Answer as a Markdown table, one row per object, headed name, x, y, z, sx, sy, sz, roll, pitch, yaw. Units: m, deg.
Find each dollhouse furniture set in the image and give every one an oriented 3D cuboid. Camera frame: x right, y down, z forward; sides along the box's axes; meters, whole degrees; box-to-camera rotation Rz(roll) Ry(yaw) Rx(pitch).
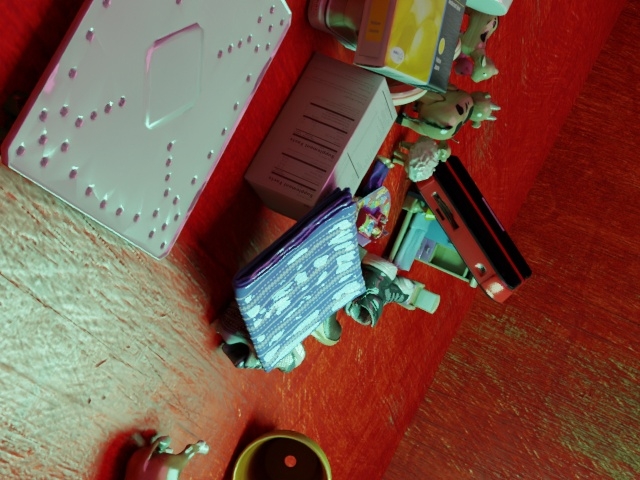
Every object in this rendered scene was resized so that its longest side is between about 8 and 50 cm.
| name | x | y | z | sx | sy | sz | roll | pitch | yaw |
| --- | --- | --- | --- | --- | --- | --- | --- | --- | --- |
| dollhouse furniture set | 0.285 | 0.055 | 2.415 | 0.286 | 0.198 | 0.303 | -67 | 160 | 2 |

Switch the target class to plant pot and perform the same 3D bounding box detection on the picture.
| name | x | y | z | sx | sy | sz | roll | pitch | yaw |
| --- | --- | --- | --- | --- | --- | --- | --- | --- | --- |
| plant pot | -0.074 | 0.497 | 2.043 | 0.188 | 0.205 | 0.205 | -10 | 123 | -85 |

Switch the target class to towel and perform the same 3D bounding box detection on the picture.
| name | x | y | z | sx | sy | sz | roll | pitch | yaw |
| --- | --- | --- | --- | --- | --- | --- | --- | --- | --- |
| towel | -0.023 | 0.075 | 1.557 | 0.243 | 0.040 | 0.336 | -40 | 153 | -16 |

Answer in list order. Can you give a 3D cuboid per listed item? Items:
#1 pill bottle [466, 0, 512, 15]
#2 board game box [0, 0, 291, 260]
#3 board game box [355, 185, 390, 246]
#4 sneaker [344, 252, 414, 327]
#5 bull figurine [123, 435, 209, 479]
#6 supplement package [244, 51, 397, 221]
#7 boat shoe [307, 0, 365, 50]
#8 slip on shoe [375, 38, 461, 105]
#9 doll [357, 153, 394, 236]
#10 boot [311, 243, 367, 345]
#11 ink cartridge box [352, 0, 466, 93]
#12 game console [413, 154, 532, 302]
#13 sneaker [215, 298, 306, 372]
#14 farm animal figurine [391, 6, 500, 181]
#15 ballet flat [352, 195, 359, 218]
| name | x | y | z | sx | sy | sz | roll | pitch | yaw |
| --- | --- | --- | --- | --- | --- | --- | --- | --- | --- |
| pill bottle | 0.372 | -0.615 | 1.933 | 0.283 | 0.161 | 0.161 | -66 | 160 | 0 |
| board game box | -0.192 | -0.203 | 1.135 | 0.390 | 0.050 | 0.390 | -63 | 159 | -8 |
| board game box | 0.104 | -0.033 | 1.980 | 0.168 | 0.033 | 0.133 | -33 | 141 | -38 |
| sneaker | 0.134 | 0.135 | 2.277 | 0.153 | 0.101 | 0.268 | -62 | 154 | -9 |
| bull figurine | -0.288 | 0.461 | 1.574 | 0.188 | 0.101 | 0.310 | -25 | 138 | -67 |
| supplement package | 0.004 | -0.156 | 1.557 | 0.244 | 0.134 | 0.139 | -61 | 158 | -13 |
| boat shoe | 0.078 | -0.360 | 1.573 | 0.302 | 0.094 | 0.109 | -18 | 129 | -64 |
| slip on shoe | 0.168 | -0.346 | 1.819 | 0.331 | 0.123 | 0.101 | -47 | 130 | -41 |
| doll | 0.098 | -0.084 | 2.008 | 0.189 | 0.046 | 0.129 | -65 | 159 | -4 |
| boot | 0.035 | 0.103 | 1.948 | 0.207 | 0.090 | 0.248 | -51 | 152 | 2 |
| ink cartridge box | 0.164 | -0.408 | 1.528 | 0.303 | 0.072 | 0.307 | -2 | 107 | -63 |
| game console | 0.377 | -0.039 | 2.354 | 0.060 | 0.386 | 0.342 | -34 | 174 | 21 |
| sneaker | -0.119 | 0.179 | 1.712 | 0.122 | 0.110 | 0.283 | -47 | 149 | -14 |
| farm animal figurine | 0.301 | -0.320 | 2.069 | 0.327 | 0.172 | 0.330 | -50 | 155 | -37 |
| ballet flat | 0.000 | 0.000 | 1.814 | 0.077 | 0.091 | 0.241 | 45 | 64 | -43 |
